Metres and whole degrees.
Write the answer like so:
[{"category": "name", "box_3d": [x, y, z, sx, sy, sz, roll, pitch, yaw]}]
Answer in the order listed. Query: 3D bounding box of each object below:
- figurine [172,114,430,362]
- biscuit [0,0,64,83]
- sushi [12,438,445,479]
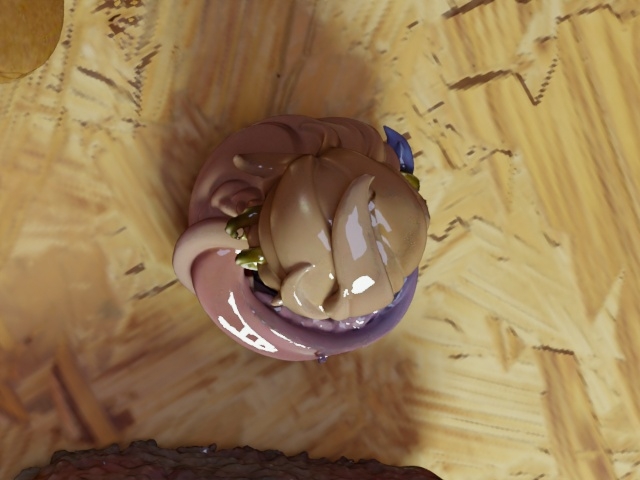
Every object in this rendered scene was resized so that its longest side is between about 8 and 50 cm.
[{"category": "figurine", "box_3d": [-0.006, -0.008, 0.858, 0.126, 0.157, 0.114, -35, 82, -3]}, {"category": "biscuit", "box_3d": [-0.198, -0.126, 0.791, 0.186, 0.036, 0.192, 57, 43, -15]}, {"category": "sushi", "box_3d": [-0.044, 0.185, 0.884, 0.241, 0.107, 0.161, 2, 99, -15]}]
